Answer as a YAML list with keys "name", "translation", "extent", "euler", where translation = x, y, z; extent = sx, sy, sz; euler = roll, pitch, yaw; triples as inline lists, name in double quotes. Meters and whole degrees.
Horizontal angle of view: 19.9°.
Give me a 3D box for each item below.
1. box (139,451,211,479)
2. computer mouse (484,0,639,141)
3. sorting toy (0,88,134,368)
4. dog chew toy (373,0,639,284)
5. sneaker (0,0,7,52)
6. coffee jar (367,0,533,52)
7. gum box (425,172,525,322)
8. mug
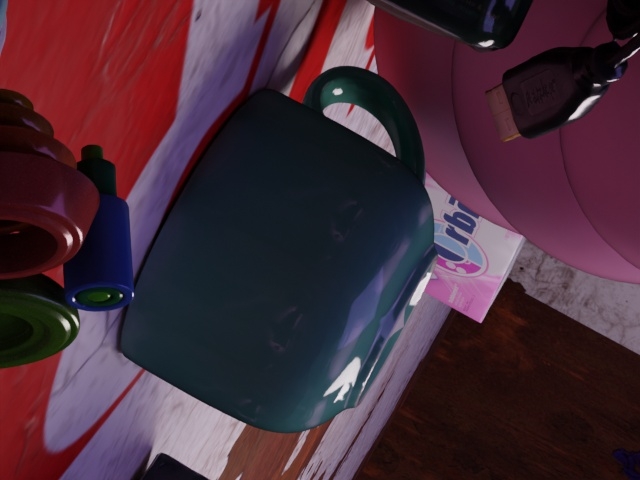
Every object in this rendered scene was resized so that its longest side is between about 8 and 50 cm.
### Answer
- name: "box"
  translation: [-0.027, 0.338, 1.022]
  extent: [0.179, 0.312, 0.343]
  euler: [-55, 170, -38]
- name: "computer mouse"
  translation: [0.092, -0.113, 0.636]
  extent: [0.262, 0.060, 0.184]
  euler: [-4, -114, 65]
- name: "sorting toy"
  translation: [-0.077, -0.005, 0.449]
  extent: [0.102, 0.061, 0.042]
  euler: [120, -32, -59]
- name: "dog chew toy"
  translation: [0.139, -0.075, 0.778]
  extent: [0.206, 0.207, 0.332]
  euler: [-63, -165, 12]
- name: "sneaker"
  translation: [-0.090, -0.006, 0.361]
  extent: [0.098, 0.038, 0.069]
  euler: [-57, 171, -26]
- name: "coffee jar"
  translation: [0.054, -0.158, 0.555]
  extent: [0.184, 0.096, 0.079]
  euler: [-62, -164, 10]
- name: "gum box"
  translation: [0.107, -0.018, 1.410]
  extent: [0.062, 0.107, 0.188]
  euler: [-57, 172, -28]
- name: "mug"
  translation: [-0.003, 0.004, 0.766]
  extent: [0.157, 0.097, 0.129]
  euler: [-61, 173, 4]
